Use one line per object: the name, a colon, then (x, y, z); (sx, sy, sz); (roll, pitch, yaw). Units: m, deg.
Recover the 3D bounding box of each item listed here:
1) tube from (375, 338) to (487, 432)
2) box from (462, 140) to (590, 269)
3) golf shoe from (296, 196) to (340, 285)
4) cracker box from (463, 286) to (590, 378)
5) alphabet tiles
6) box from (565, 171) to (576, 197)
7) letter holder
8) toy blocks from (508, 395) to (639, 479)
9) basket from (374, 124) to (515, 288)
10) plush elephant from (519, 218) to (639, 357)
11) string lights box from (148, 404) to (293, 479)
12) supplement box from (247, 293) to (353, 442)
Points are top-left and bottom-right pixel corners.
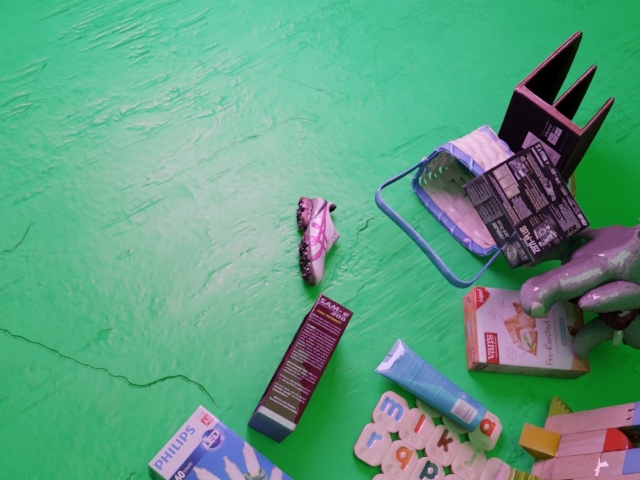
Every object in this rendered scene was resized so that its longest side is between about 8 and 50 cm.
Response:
tube: (0.207, 0.271, 1.477); (0.207, 0.052, 0.080); (35, 59, 8)
box: (0.371, -0.063, 1.448); (0.147, 0.077, 0.180); (-30, 87, -22)
golf shoe: (0.000, 0.000, 1.553); (0.086, 0.067, 0.186); (4, 66, -14)
cracker box: (0.401, 0.182, 1.573); (0.232, 0.067, 0.156); (6, 65, -11)
alphabet tiles: (0.206, 0.403, 1.456); (0.284, 0.021, 0.278); (32, 64, 1)
box: (0.491, -0.140, 1.756); (0.136, 0.028, 0.081); (10, 65, -11)
letter holder: (0.480, -0.237, 1.609); (0.152, 0.302, 0.214); (41, 72, 17)
toy blocks: (0.479, 0.424, 1.346); (0.191, 0.261, 0.381); (43, 52, -17)
basket: (0.281, -0.068, 1.575); (0.289, 0.201, 0.255); (-34, 77, -32)
plush elephant: (0.541, 0.109, 1.488); (0.330, 0.272, 0.255); (-19, 108, 10)
string lights box: (-0.142, 0.410, 1.320); (0.259, 0.077, 0.133); (36, 61, 10)
supplement box: (-0.035, 0.226, 1.413); (0.073, 0.130, 0.239); (29, 65, -1)
